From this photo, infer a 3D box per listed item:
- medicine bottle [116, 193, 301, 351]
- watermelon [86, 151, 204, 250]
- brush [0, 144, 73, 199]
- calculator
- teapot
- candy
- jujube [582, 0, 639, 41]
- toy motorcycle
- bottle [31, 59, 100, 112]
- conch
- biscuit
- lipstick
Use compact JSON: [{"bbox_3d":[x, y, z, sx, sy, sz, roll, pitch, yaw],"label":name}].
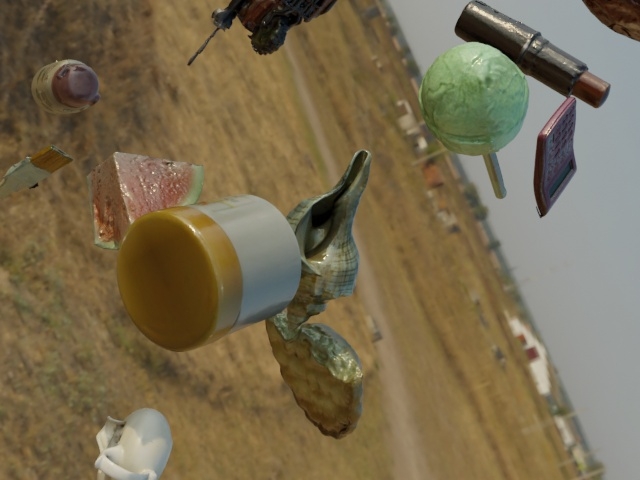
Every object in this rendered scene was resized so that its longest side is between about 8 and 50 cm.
[{"bbox_3d":[-0.190,0.049,1.681,0.232,0.238,0.238,-18,83,-53],"label":"medicine bottle"},{"bbox_3d":[-0.351,-0.074,1.872,0.176,0.256,0.260,48,26,-55],"label":"watermelon"},{"bbox_3d":[-0.651,-0.097,1.968,0.085,0.336,0.020,34,30,-61],"label":"brush"},{"bbox_3d":[0.400,-0.143,1.666,0.034,0.126,0.190,22,-36,31],"label":"calculator"},{"bbox_3d":[-0.386,0.432,1.964,0.139,0.204,0.298,32,-7,-13],"label":"teapot"},{"bbox_3d":[0.203,-0.113,1.195,0.440,0.119,0.119,44,23,-70],"label":"candy"},{"bbox_3d":[0.449,-0.348,1.281,0.243,0.183,0.183,20,26,-16],"label":"jujube"},{"bbox_3d":[-0.090,-0.453,1.841,0.134,0.401,0.207,24,27,-39],"label":"toy motorcycle"},{"bbox_3d":[-0.555,-0.337,2.151,0.253,0.120,0.120,15,-45,62],"label":"bottle"},{"bbox_3d":[-0.009,-0.001,1.963,0.203,0.169,0.386,8,92,-41],"label":"conch"},{"bbox_3d":[-0.015,0.263,2.089,0.335,0.078,0.329,56,-29,14],"label":"biscuit"},{"bbox_3d":[0.371,-0.324,1.706,0.299,0.081,0.081,34,-2,19],"label":"lipstick"}]
